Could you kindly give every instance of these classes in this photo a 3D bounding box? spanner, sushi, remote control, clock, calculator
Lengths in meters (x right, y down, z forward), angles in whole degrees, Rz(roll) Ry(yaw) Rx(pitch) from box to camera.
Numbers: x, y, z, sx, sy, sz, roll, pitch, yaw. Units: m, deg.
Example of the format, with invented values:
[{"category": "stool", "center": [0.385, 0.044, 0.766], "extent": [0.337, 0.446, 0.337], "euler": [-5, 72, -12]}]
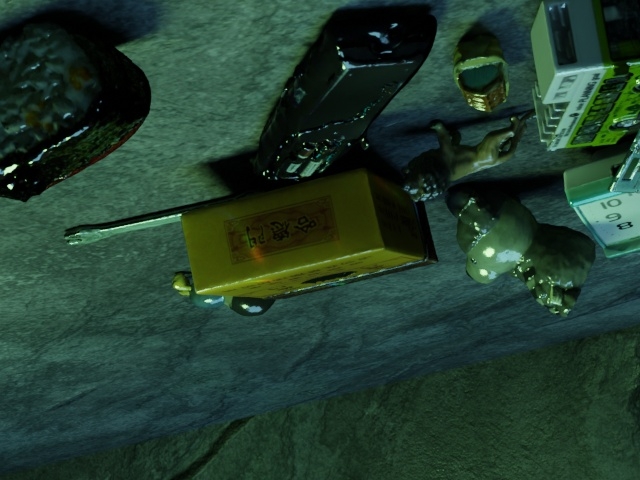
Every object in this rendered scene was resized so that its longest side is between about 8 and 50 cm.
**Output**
[{"category": "spanner", "center": [-0.219, -0.030, 1.968], "extent": [0.302, 0.017, 0.071], "euler": [-12, 166, 6]}, {"category": "sushi", "center": [-0.280, -0.122, 1.358], "extent": [0.225, 0.136, 0.126], "euler": [-20, 172, 16]}, {"category": "remote control", "center": [0.014, -0.150, 1.595], "extent": [0.144, 0.062, 0.399], "euler": [-7, 166, -17]}, {"category": "clock", "center": [0.512, -0.090, 2.066], "extent": [0.262, 0.116, 0.231], "euler": [-18, 151, 21]}, {"category": "calculator", "center": [0.450, -0.132, 1.901], "extent": [0.057, 0.018, 0.172], "euler": [2, 132, -25]}]

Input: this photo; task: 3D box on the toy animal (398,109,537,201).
[{"category": "toy animal", "center": [0.193, -0.125, 1.816], "extent": [0.219, 0.086, 0.069], "euler": [-28, 169, -4]}]

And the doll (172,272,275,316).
[{"category": "doll", "center": [-0.152, 0.076, 2.298], "extent": [0.179, 0.089, 0.102], "euler": [11, 167, 9]}]

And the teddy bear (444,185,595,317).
[{"category": "teddy bear", "center": [0.304, 0.010, 2.153], "extent": [0.144, 0.251, 0.171], "euler": [-64, 165, 23]}]

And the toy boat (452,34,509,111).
[{"category": "toy boat", "center": [0.181, -0.187, 1.570], "extent": [0.065, 0.066, 0.172], "euler": [-10, 165, 10]}]

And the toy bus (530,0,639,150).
[{"category": "toy bus", "center": [0.307, -0.188, 1.581], "extent": [0.139, 0.113, 0.302], "euler": [-7, 166, 0]}]

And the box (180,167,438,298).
[{"category": "box", "center": [0.000, -0.001, 1.940], "extent": [0.264, 0.116, 0.415], "euler": [-15, 173, 12]}]
